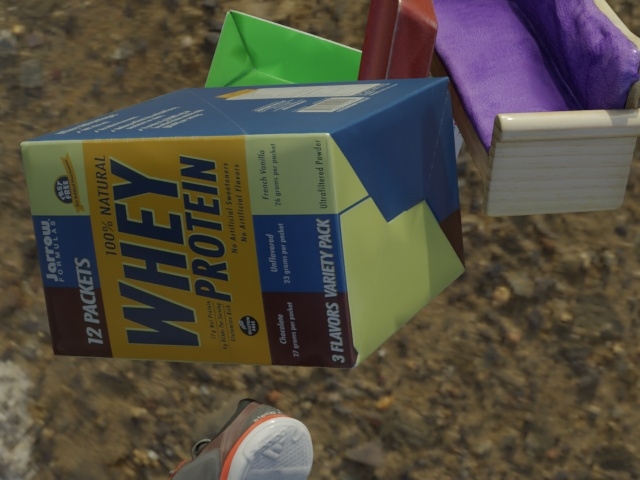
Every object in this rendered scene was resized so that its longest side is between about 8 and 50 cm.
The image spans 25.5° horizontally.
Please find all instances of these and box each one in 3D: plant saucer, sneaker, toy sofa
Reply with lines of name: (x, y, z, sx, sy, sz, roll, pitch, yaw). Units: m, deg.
plant saucer: (0.073, -0.166, 1.443, 0.047, 0.258, 0.259, 6, 120, -4)
sneaker: (-0.066, 0.158, 0.797, 0.061, 0.065, 0.158, 40, 88, -36)
toy sofa: (0.206, -0.195, 1.480, 0.150, 0.362, 0.177, -3, 127, -10)

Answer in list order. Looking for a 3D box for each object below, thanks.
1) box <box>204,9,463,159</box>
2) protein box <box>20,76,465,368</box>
box: (0.028, -0.178, 1.746, 0.231, 0.262, 0.127, 7, 103, -67)
protein box: (-0.039, -0.019, 0.883, 0.200, 0.201, 0.136, -32, 119, -61)
